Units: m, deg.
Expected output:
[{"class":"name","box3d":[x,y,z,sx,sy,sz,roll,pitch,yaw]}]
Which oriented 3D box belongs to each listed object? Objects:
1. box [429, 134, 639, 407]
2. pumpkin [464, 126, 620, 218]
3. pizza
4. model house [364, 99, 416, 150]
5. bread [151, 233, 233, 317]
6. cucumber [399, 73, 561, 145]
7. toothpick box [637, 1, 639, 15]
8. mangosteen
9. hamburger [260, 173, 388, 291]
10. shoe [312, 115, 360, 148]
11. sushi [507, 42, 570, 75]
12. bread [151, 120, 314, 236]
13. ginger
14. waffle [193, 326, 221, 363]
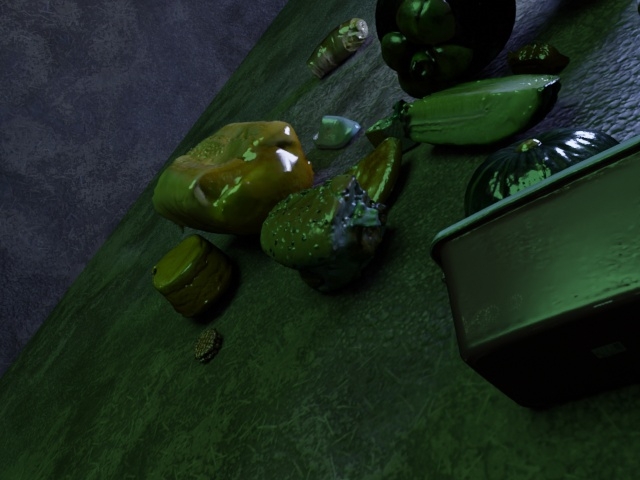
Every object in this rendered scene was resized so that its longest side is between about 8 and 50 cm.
[{"class":"box","box3d":[0.277,0.047,0.581,0.294,0.193,0.167,-29,38,31]},{"class":"pumpkin","box3d":[0.296,-0.061,0.732,0.212,0.152,0.211,-19,8,3]},{"class":"pizza","box3d":[0.104,-0.128,1.201,0.193,0.053,0.201,11,73,57]},{"class":"model house","box3d":[0.161,-0.250,1.248,0.100,0.088,0.100,-26,30,33]},{"class":"bread","box3d":[-0.326,0.090,1.430,0.195,0.142,0.270,-45,24,-8]},{"class":"cucumber","box3d":[0.303,-0.235,1.017,0.145,0.105,0.325,-28,19,-25]},{"class":"toothpick box","box3d":[0.585,-0.385,0.729,0.308,0.187,0.190,-54,28,-6]},{"class":"mangosteen","box3d":[0.264,-0.462,1.175,0.300,0.300,0.300,-35,30,23]},{"class":"hamburger","box3d":[0.000,0.000,1.055,0.288,0.167,0.192,-16,38,44]},{"class":"shoe","box3d":[0.026,-0.301,1.523,0.079,0.078,0.195,-54,24,-15]},{"class":"sushi","box3d":[0.408,-0.346,1.060,0.055,0.052,0.120,-54,28,-14]},{"class":"bread","box3d":[-0.208,-0.136,1.448,0.361,0.250,0.394,-42,29,-22]},{"class":"ginger","box3d":[0.059,-0.681,1.957,0.263,0.116,0.109,-37,-12,29]},{"class":"waffle","box3d":[-0.256,0.238,1.258,0.075,0.029,0.083,-44,30,13]}]
